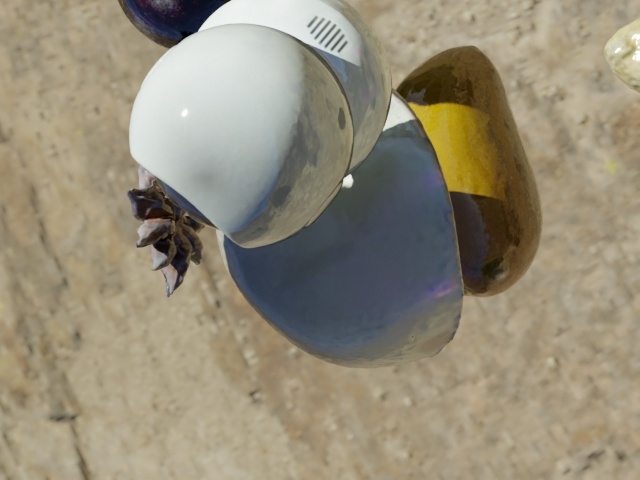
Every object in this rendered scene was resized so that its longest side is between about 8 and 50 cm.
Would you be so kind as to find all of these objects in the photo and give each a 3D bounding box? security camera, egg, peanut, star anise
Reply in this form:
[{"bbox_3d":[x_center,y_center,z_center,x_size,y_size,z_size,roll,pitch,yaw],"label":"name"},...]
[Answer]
[{"bbox_3d":[-0.053,-0.100,1.307,0.194,0.236,0.195,7,116,14],"label":"security camera"},{"bbox_3d":[0.000,0.000,1.628,0.337,0.201,0.337,162,90,-73],"label":"egg"},{"bbox_3d":[0.390,-0.181,1.546,0.214,0.098,0.090,7,113,1],"label":"peanut"},{"bbox_3d":[-0.201,-0.027,2.106,0.065,0.195,0.182,-11,122,17],"label":"star anise"}]

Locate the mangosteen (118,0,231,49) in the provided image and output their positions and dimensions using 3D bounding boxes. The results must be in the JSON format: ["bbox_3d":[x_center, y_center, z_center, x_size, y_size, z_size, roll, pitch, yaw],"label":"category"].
[{"bbox_3d":[-0.177,-0.387,1.991,0.302,0.275,0.275,32,142,-9],"label":"mangosteen"}]

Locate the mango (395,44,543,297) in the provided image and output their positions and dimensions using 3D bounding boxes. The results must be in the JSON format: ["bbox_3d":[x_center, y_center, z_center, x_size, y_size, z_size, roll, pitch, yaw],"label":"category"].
[{"bbox_3d":[0.173,-0.084,1.939,0.173,0.211,0.317,-13,85,58],"label":"mango"}]
